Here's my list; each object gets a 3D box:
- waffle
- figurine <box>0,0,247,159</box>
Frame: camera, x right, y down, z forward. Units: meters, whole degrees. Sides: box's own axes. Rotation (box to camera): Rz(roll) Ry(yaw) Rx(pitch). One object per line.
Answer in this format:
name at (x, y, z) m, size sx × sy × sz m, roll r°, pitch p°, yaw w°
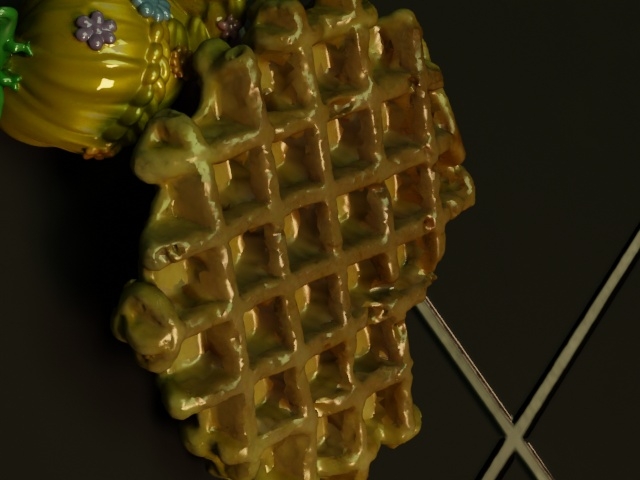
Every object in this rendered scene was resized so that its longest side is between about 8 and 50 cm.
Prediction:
waffle at (0.001, 0.000, 0.872) m, size 0.253 × 0.056 × 0.249 m, roll -57°, pitch 133°, yaw -22°
figurine at (-0.103, -0.099, 0.830) m, size 0.156 × 0.115 × 0.095 m, roll 2°, pitch 43°, yaw -38°
